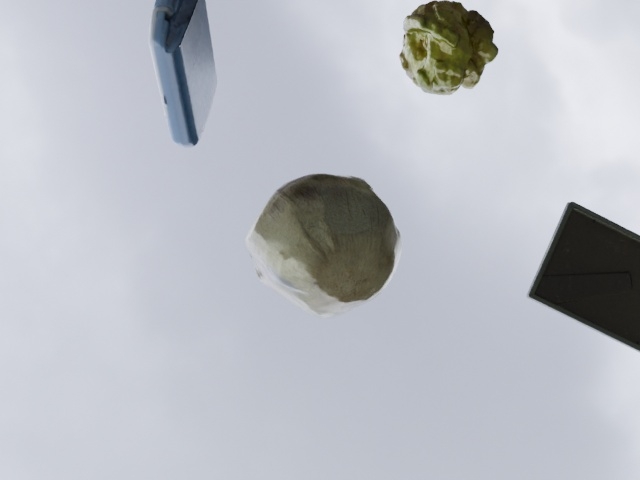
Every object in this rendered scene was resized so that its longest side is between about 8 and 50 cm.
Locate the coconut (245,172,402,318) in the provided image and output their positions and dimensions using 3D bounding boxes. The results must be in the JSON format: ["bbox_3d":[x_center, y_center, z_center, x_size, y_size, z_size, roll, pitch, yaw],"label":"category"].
[{"bbox_3d":[0.000,0.000,1.498,0.224,0.224,0.224,26,-136,-27],"label":"coconut"}]

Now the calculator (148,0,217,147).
[{"bbox_3d":[-0.153,-0.200,1.209,0.039,0.210,0.121,8,-126,9],"label":"calculator"}]

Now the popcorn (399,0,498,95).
[{"bbox_3d":[0.243,-0.380,2.094,0.155,0.197,0.198,-14,-112,-33],"label":"popcorn"}]

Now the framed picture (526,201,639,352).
[{"bbox_3d":[0.403,0.055,1.472,0.203,0.015,0.150,25,-99,-3],"label":"framed picture"}]
